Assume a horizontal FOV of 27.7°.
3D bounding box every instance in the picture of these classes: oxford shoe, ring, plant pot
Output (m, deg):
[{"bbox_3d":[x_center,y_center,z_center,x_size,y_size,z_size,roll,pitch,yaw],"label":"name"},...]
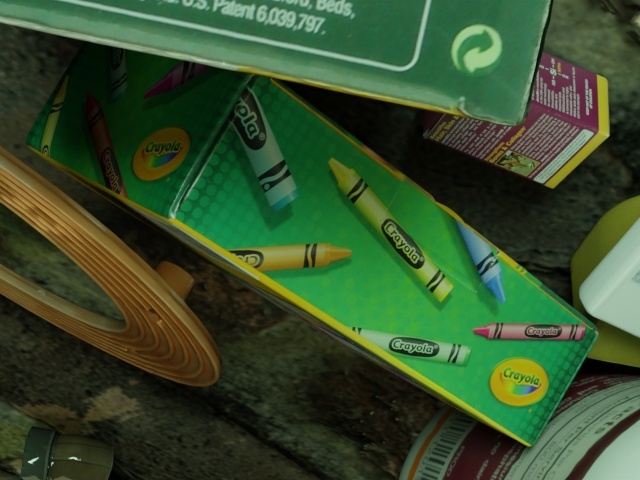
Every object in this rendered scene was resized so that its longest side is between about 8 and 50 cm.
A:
[{"bbox_3d":[-0.206,0.245,1.148,0.096,0.083,0.227,4,145,-3],"label":"oxford shoe"},{"bbox_3d":[-0.191,-0.025,0.704,0.337,0.032,0.336,29,162,10],"label":"ring"},{"bbox_3d":[0.201,0.020,0.766,0.081,0.081,0.083,11,137,-4],"label":"plant pot"}]

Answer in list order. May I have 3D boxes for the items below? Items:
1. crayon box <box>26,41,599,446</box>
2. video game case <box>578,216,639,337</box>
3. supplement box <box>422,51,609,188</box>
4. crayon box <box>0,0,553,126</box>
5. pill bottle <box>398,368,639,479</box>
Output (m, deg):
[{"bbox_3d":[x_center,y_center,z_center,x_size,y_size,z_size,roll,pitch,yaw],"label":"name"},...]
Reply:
[{"bbox_3d":[0.000,0.000,0.691,0.278,0.081,0.165,34,174,-37],"label":"crayon box"},{"bbox_3d":[0.286,-0.008,0.689,0.206,0.026,0.227,24,119,-21],"label":"video game case"},{"bbox_3d":[0.103,-0.070,0.688,0.083,0.043,0.055,20,143,-18],"label":"supplement box"},{"bbox_3d":[-0.040,-0.115,0.513,0.203,0.083,0.323,11,-172,-5],"label":"crayon box"},{"bbox_3d":[0.199,0.189,0.743,0.224,0.224,0.392,17,174,-12],"label":"pill bottle"}]
